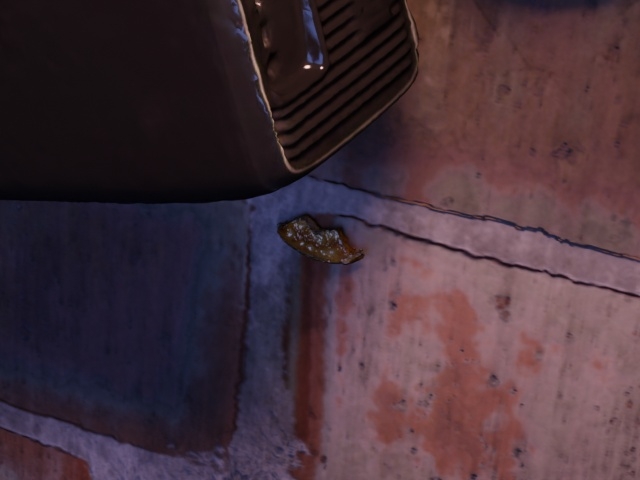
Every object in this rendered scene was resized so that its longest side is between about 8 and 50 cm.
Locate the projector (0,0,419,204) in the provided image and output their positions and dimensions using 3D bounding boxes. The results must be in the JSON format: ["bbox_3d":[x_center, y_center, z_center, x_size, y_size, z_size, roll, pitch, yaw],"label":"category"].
[{"bbox_3d":[-0.167,-0.242,1.359,0.405,0.242,0.395,0,116,35],"label":"projector"}]

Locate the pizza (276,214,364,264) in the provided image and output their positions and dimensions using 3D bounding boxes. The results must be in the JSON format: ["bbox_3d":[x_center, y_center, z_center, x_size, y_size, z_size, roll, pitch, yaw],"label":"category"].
[{"bbox_3d":[0.000,0.000,1.575,0.083,0.016,0.037,18,124,19],"label":"pizza"}]
